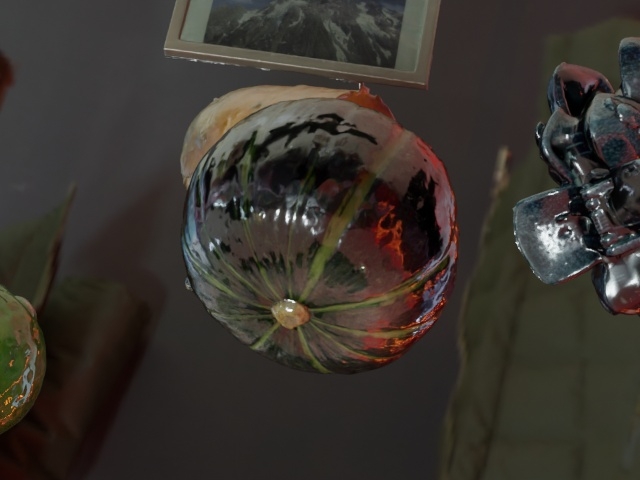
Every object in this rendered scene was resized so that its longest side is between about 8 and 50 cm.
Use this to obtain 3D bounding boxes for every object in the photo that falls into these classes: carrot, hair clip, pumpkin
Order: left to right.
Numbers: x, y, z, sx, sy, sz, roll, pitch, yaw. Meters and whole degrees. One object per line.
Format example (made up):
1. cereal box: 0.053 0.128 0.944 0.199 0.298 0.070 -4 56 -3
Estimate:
1. carrot: -0.048 -0.117 2.025 0.340 0.224 0.224 1 154 47
2. pumpkin: 0.000 0.000 1.542 0.323 0.241 0.323 14 131 17
3. hair clip: 0.325 -0.047 1.458 0.194 0.206 0.310 -22 95 41

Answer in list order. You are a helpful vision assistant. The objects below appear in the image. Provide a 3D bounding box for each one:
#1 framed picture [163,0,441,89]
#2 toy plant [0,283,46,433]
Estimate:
1. framed picture: -0.010 -0.263 1.484 0.281 0.209 0.019 7 155 4
2. toy plant: -0.266 0.075 0.726 0.218 0.176 0.235 4 -164 20
